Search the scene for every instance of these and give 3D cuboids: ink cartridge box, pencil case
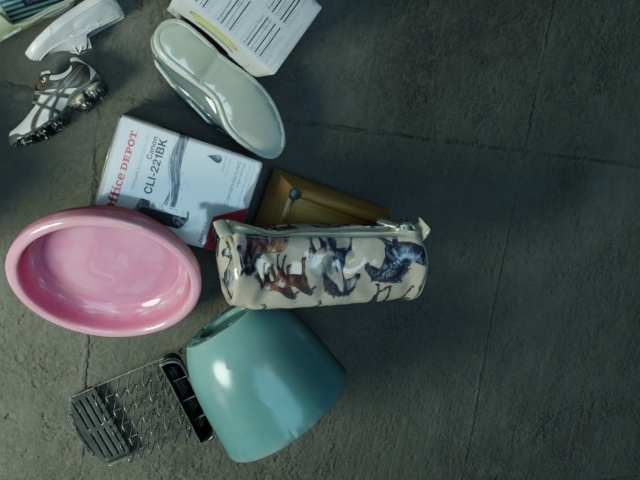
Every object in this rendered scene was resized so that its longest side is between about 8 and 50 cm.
[{"bbox_3d":[-0.277,-0.107,1.058,0.272,0.114,0.197,16,97,-21],"label":"ink cartridge box"},{"bbox_3d":[0.000,0.034,1.039,0.409,0.160,0.184,-1,120,-19],"label":"pencil case"}]

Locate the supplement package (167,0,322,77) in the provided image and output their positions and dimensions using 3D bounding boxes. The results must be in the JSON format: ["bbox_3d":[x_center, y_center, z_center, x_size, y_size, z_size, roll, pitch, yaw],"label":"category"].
[{"bbox_3d":[-0.143,-0.418,0.987,0.203,0.194,0.149,36,89,-23],"label":"supplement package"}]

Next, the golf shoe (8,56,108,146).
[{"bbox_3d":[-0.483,-0.246,0.979,0.198,0.077,0.094,-41,102,-14],"label":"golf shoe"}]

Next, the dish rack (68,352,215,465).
[{"bbox_3d":[-0.379,0.365,1.145,0.271,0.074,0.209,-22,108,-5],"label":"dish rack"}]

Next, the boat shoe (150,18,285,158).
[{"bbox_3d":[-0.196,-0.281,1.060,0.319,0.099,0.116,43,70,-25],"label":"boat shoe"}]

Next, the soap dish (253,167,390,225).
[{"bbox_3d":[0.000,0.000,1.184,0.290,0.118,0.229,17,97,-22],"label":"soap dish"}]

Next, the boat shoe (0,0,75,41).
[{"bbox_3d":[-0.528,-0.370,0.870,0.302,0.094,0.109,-40,121,-25],"label":"boat shoe"}]

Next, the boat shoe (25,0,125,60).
[{"bbox_3d":[-0.431,-0.367,0.972,0.184,0.066,0.063,-44,113,-16],"label":"boat shoe"}]

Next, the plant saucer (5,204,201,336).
[{"bbox_3d":[-0.385,0.052,1.007,0.331,0.084,0.332,-4,137,-4],"label":"plant saucer"}]

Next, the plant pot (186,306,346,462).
[{"bbox_3d":[-0.131,0.253,1.118,0.292,0.293,0.235,-34,99,-9],"label":"plant pot"}]
